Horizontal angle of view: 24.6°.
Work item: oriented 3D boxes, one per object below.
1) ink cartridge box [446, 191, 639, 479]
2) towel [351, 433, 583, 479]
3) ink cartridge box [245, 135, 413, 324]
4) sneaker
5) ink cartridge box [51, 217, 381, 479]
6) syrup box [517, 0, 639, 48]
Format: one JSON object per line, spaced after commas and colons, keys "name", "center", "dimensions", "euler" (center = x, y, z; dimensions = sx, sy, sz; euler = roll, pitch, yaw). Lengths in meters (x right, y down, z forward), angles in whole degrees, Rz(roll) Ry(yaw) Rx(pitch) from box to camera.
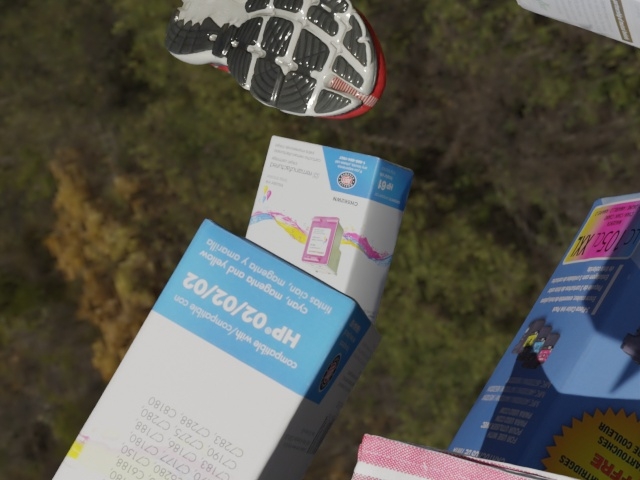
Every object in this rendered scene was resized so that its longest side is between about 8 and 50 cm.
{"name": "ink cartridge box", "center": [0.247, 0.197, 1.125], "dimensions": [0.270, 0.395, 0.151], "euler": [35, 170, -9]}
{"name": "towel", "center": [0.073, 0.223, 0.868], "dimensions": [0.029, 0.144, 0.197], "euler": [82, -160, -75]}
{"name": "ink cartridge box", "center": [0.000, 0.000, 0.981], "dimensions": [0.052, 0.088, 0.122], "euler": [13, -90, -59]}
{"name": "sneaker", "center": [-0.016, -0.158, 1.183], "dimensions": [0.279, 0.118, 0.107], "euler": [33, 101, 53]}
{"name": "ink cartridge box", "center": [-0.052, 0.092, 0.512], "dimensions": [0.061, 0.181, 0.104], "euler": [29, 174, 11]}
{"name": "syrup box", "center": [0.242, -0.166, 0.923], "dimensions": [0.237, 0.093, 0.096], "euler": [24, 173, 21]}
